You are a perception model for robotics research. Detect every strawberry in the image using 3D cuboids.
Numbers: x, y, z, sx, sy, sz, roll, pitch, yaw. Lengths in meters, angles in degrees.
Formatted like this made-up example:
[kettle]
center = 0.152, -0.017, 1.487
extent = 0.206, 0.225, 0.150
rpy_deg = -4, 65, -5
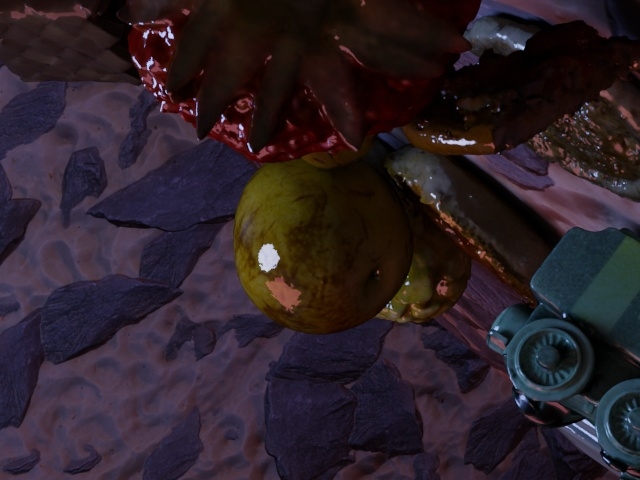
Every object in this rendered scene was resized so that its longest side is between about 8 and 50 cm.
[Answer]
[strawberry]
center = -0.004, -0.209, 0.765
extent = 0.292, 0.292, 0.343
rpy_deg = 39, -161, -6

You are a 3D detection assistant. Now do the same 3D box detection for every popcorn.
[popcorn]
center = 0.134, 0.021, 1.810
extent = 0.270, 0.224, 0.258
rpy_deg = 53, 152, 1

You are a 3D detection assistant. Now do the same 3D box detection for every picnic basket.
[picnic basket]
center = -0.211, -0.318, 1.078
extent = 0.320, 0.291, 0.254
rpy_deg = -5, 167, 4

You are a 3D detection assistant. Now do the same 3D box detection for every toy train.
[toy train]
center = 0.339, 0.128, 1.118
extent = 0.299, 0.238, 0.167
rpy_deg = 34, 173, 27

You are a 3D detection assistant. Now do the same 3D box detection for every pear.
[pear]
center = 0.000, 0.000, 1.513
extent = 0.280, 0.281, 0.281
rpy_deg = 39, 175, 4

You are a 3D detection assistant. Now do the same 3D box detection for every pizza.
[pizza]
center = 0.146, -0.119, 0.748
extent = 0.201, 0.193, 0.053
rpy_deg = -148, 36, -72

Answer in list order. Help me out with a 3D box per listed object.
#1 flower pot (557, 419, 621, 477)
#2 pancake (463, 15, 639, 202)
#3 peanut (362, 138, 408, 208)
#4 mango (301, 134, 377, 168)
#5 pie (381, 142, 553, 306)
[flower pot]
center = 0.431, 0.205, 1.315
extent = 0.189, 0.239, 0.209
rpy_deg = 31, 139, 50
[pancake]
center = 0.229, -0.112, 0.933
extent = 0.253, 0.037, 0.253
rpy_deg = 39, 175, 4
[peanut]
center = 0.050, -0.120, 1.679
extent = 0.224, 0.129, 0.129
rpy_deg = 39, 175, 15
[mango]
center = -0.009, -0.201, 1.359
extent = 0.167, 0.130, 0.262
rpy_deg = 36, 165, 28
[pie]
center = 0.222, -0.026, 1.493
extent = 0.315, 0.092, 0.315
rpy_deg = 42, 180, 0
